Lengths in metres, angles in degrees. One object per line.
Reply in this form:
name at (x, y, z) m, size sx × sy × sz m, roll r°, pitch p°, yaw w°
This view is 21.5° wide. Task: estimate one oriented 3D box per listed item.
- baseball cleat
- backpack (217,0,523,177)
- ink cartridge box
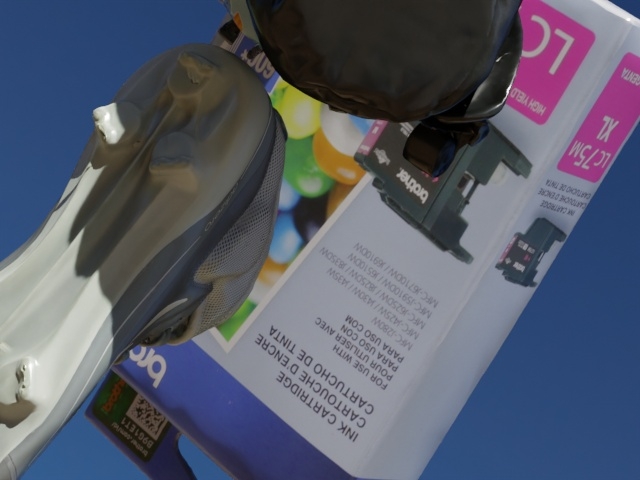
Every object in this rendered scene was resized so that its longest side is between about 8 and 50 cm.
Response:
baseball cleat at (-0.078, 0.032, 0.573) m, size 0.072 × 0.206 × 0.109 m, roll 38°, pitch -7°, yaw 29°
backpack at (0.022, -0.117, 0.573) m, size 0.115 × 0.152 × 0.182 m, roll 24°, pitch 8°, yaw -7°
ink cartridge box at (0.000, 0.000, 0.753) m, size 0.186 × 0.311 × 0.065 m, roll 38°, pitch 17°, yaw 32°
